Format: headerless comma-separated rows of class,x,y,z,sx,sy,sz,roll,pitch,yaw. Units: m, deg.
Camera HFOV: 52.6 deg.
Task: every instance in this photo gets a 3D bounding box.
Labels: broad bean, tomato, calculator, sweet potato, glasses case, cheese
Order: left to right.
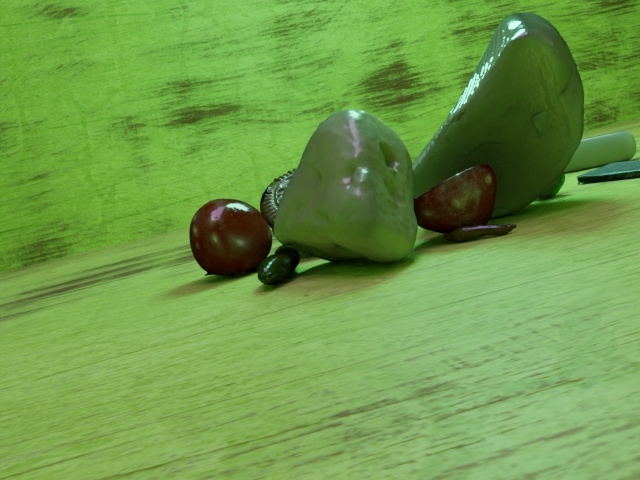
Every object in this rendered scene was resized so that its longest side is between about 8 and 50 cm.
tomato,-0.178,-0.008,1.257,0.167,0.167,0.167,-13,7,2
broad bean,-0.066,0.037,1.104,0.065,0.046,0.254,-19,5,5
cheese,0.067,-0.082,1.027,0.173,0.248,0.251,22,-4,-29
tomato,0.229,-0.052,1.077,0.159,0.091,0.139,-25,-14,3
sweet potato,0.248,-0.013,1.016,0.115,0.026,0.026,-7,8,23
glasses case,0.697,-0.226,1.659,0.204,0.081,0.051,-9,6,20
calculator,0.682,-0.152,1.331,0.161,0.021,0.261,-18,8,-35

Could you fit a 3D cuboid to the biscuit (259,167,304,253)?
biscuit,0.002,-0.072,1.315,0.259,0.079,0.259,-8,38,7

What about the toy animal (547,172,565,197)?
toy animal,0.454,-0.143,1.377,0.103,0.100,0.208,-47,1,4

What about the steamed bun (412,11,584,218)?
steamed bun,0.345,-0.200,1.194,0.384,0.236,0.247,-58,2,31
